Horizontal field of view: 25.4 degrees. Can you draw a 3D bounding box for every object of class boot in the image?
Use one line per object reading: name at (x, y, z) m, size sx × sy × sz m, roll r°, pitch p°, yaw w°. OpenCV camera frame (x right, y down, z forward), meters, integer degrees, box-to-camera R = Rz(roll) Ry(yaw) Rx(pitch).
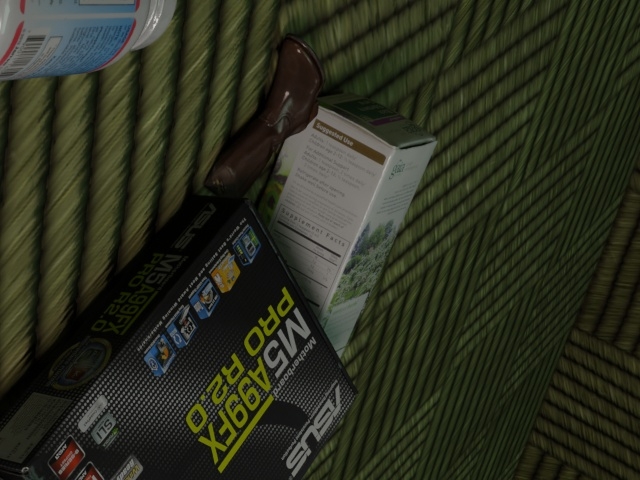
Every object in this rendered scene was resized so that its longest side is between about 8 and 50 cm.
boot at (-0.045, -0.087, 1.068) m, size 0.114 × 0.037 × 0.106 m, roll -46°, pitch 154°, yaw -23°

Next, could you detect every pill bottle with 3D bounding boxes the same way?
pill bottle at (-0.141, -0.124, 0.704) m, size 0.160 × 0.087 × 0.087 m, roll -18°, pitch 134°, yaw -62°

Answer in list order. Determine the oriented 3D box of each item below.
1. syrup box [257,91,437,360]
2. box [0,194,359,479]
syrup box at (0.000, 0.000, 1.199) m, size 0.093 × 0.096 × 0.237 m, roll -20°, pitch 136°, yaw -62°
box at (-0.098, 0.133, 1.036) m, size 0.270 × 0.060 × 0.216 m, roll -52°, pitch 130°, yaw -33°
